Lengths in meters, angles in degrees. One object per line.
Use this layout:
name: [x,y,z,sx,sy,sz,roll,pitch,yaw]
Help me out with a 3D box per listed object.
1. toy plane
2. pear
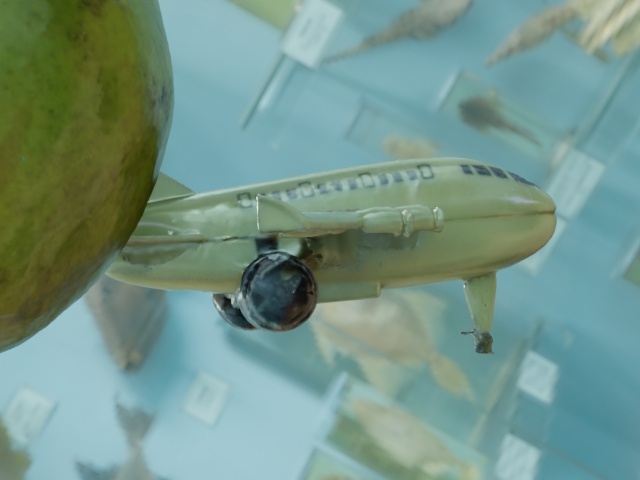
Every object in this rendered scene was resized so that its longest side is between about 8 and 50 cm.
toy plane: [0.000,0.000,0.882,0.242,0.256,0.104,161,114,-76]
pear: [-0.169,-0.074,0.751,0.212,0.212,0.269,122,147,-54]
